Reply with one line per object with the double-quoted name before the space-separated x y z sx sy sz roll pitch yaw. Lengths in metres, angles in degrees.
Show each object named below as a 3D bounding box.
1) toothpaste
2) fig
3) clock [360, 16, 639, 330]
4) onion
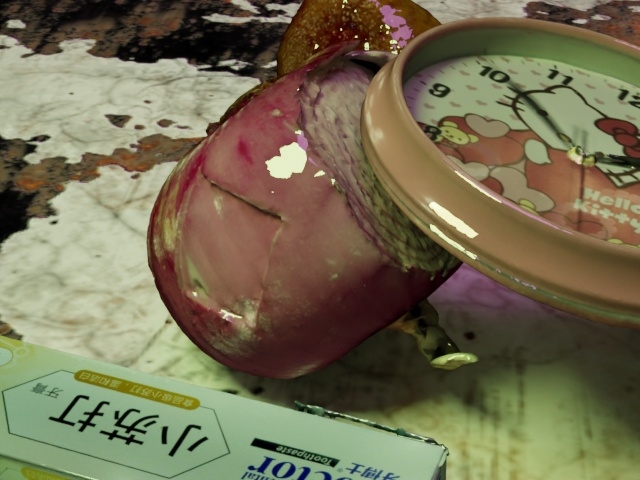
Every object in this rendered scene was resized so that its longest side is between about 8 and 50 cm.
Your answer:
"toothpaste" -0.097 0.112 0.618 0.312 0.071 0.089 12 36 16
"fig" 0.062 -0.142 1.026 0.146 0.134 0.201 51 28 18
"clock" 0.138 -0.039 0.655 0.244 0.056 0.244 10 37 -7
"onion" -0.009 -0.011 0.725 0.200 0.201 0.207 5 49 7
